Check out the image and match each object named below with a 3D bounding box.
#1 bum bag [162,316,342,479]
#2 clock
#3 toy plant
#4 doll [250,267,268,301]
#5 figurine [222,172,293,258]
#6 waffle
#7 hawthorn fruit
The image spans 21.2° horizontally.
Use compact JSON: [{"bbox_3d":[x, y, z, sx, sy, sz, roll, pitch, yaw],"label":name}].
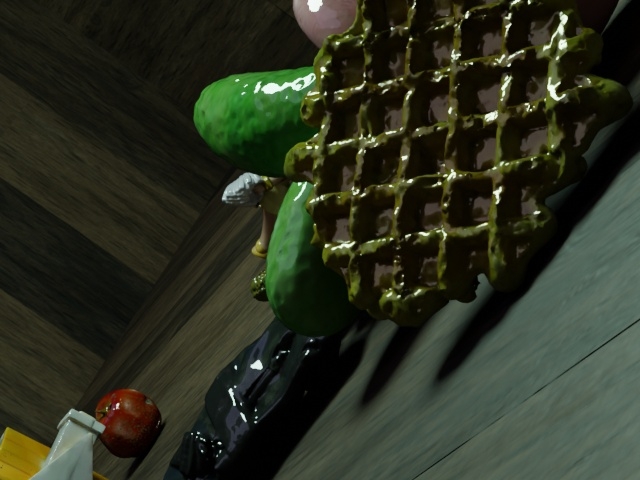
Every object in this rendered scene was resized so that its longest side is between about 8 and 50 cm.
[{"bbox_3d":[-0.076,0.166,1.417,0.310,0.074,0.137,-55,13,7],"label":"bum bag"},{"bbox_3d":[-0.314,0.339,1.819,0.235,0.166,0.309,-45,19,53],"label":"clock"},{"bbox_3d":[0.055,-0.135,1.307,0.356,0.211,0.317,-57,35,26],"label":"toy plant"},{"bbox_3d":[0.000,0.000,1.496,0.137,0.097,0.209,-17,-2,-22],"label":"doll"},{"bbox_3d":[-0.041,-0.093,2.220,0.240,0.116,0.174,-58,3,22],"label":"figurine"},{"bbox_3d":[0.076,-0.070,1.099,0.238,0.059,0.243,-49,51,15],"label":"waffle"},{"bbox_3d":[-0.249,0.231,2.176,0.093,0.093,0.093,-53,7,10],"label":"hawthorn fruit"}]
